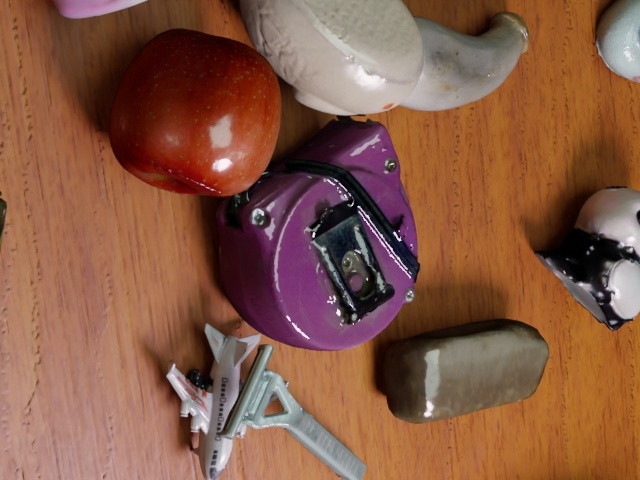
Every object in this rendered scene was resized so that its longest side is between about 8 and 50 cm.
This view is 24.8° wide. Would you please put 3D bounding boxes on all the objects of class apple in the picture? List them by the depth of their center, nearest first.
[{"bbox_3d":[-0.127,-0.130,1.512,0.181,0.181,0.168,21,87,-37],"label":"apple"}]

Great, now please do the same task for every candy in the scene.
[{"bbox_3d":[0.183,0.160,1.835,0.234,0.102,0.104,-6,99,-35],"label":"candy"}]

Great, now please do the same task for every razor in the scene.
[{"bbox_3d":[-0.013,0.224,1.681,0.278,0.056,0.111,44,64,-49],"label":"razor"}]

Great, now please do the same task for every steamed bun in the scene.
[{"bbox_3d":[0.005,-0.229,1.612,0.228,0.130,0.177,39,40,-12],"label":"steamed bun"}]

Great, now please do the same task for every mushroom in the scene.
[{"bbox_3d":[0.159,-0.218,1.774,0.270,0.103,0.118,-9,100,-44],"label":"mushroom"}]

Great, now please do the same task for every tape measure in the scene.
[{"bbox_3d":[0.000,0.000,1.645,0.231,0.149,0.245,-38,117,-29],"label":"tape measure"}]

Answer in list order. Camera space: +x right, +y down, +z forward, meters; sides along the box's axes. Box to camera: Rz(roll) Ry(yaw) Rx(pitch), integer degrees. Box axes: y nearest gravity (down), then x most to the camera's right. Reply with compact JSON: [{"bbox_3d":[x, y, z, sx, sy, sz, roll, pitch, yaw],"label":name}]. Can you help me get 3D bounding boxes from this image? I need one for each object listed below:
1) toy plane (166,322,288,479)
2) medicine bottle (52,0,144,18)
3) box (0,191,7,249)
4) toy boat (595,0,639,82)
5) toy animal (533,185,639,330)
[{"bbox_3d":[-0.113,0.184,1.639,0.162,0.065,0.171,14,90,-38],"label":"toy plane"},{"bbox_3d":[-0.230,-0.357,1.423,0.152,0.152,0.255,-30,114,-30],"label":"medicine bottle"},{"bbox_3d":[-0.416,0.120,1.182,0.138,0.420,0.373,6,92,-36],"label":"box"},{"bbox_3d":[0.470,-0.282,2.006,0.207,0.079,0.134,-6,102,-38],"label":"toy boat"},{"bbox_3d":[0.389,0.010,1.945,0.179,0.138,0.166,-51,139,-14],"label":"toy animal"}]
